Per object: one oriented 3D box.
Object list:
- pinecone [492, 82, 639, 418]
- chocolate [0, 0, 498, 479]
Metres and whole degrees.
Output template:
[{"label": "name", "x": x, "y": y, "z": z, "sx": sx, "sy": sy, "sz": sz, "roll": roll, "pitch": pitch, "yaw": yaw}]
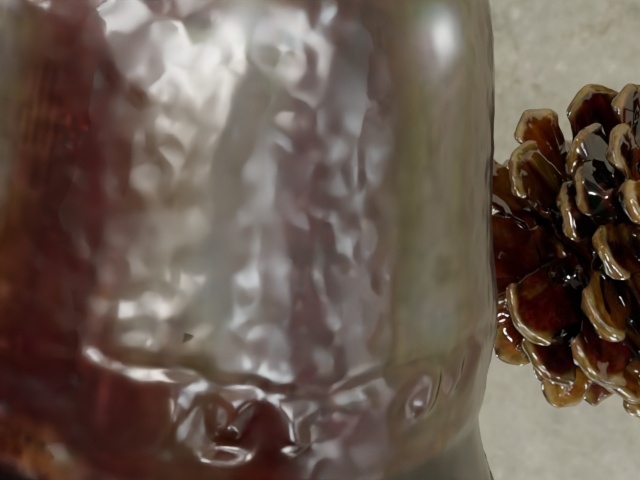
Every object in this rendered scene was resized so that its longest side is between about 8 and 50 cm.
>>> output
[{"label": "pinecone", "x": 0.339, "y": -0.018, "z": 1.457, "sx": 0.384, "sy": 0.384, "sz": 0.384, "roll": 8, "pitch": 129, "yaw": 11}, {"label": "chocolate", "x": -0.050, "y": -0.050, "z": 0.763, "sx": 0.383, "sy": 0.384, "sz": 0.331, "roll": 17, "pitch": 108, "yaw": 4}]
